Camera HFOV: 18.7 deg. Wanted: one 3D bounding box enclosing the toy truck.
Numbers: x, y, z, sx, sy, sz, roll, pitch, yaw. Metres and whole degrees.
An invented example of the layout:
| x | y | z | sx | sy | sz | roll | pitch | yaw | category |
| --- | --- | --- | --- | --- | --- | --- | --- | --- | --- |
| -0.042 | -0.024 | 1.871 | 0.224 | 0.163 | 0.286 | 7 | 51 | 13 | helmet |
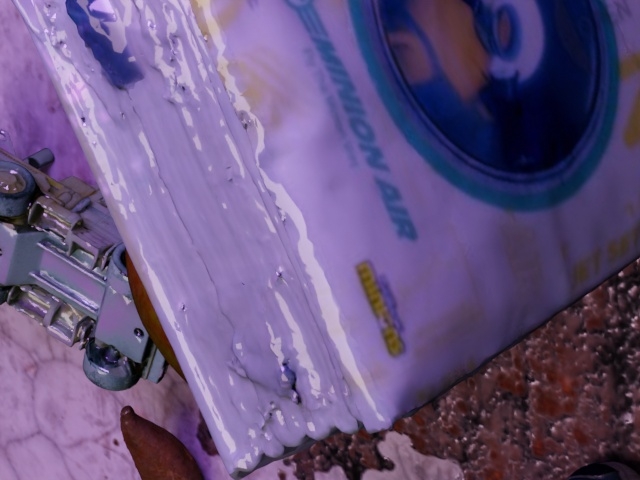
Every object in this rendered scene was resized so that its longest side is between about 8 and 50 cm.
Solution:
| x | y | z | sx | sy | sz | roll | pitch | yaw | category |
| --- | --- | --- | --- | --- | --- | --- | --- | --- | --- |
| -0.201 | -0.008 | 1.497 | 0.259 | 0.135 | 0.128 | 32 | 129 | 16 | toy truck |

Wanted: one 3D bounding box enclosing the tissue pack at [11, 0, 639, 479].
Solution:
| x | y | z | sx | sy | sz | roll | pitch | yaw | category |
| --- | --- | --- | --- | --- | --- | --- | --- | --- | --- |
| 0.056 | -0.084 | 1.046 | 0.162 | 0.388 | 0.287 | -17 | 99 | 45 | tissue pack |

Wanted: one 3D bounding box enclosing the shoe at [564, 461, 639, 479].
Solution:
| x | y | z | sx | sy | sz | roll | pitch | yaw | category |
| --- | --- | --- | --- | --- | --- | --- | --- | --- | --- |
| 0.153 | 0.214 | 1.245 | 0.106 | 0.207 | 0.091 | 18 | 126 | 7 | shoe |

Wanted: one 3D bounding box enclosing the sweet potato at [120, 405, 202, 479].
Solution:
| x | y | z | sx | sy | sz | roll | pitch | yaw | category |
| --- | --- | --- | --- | --- | --- | --- | --- | --- | --- |
| -0.130 | 0.244 | 1.602 | 0.067 | 0.059 | 0.281 | -1 | 118 | -5 | sweet potato |

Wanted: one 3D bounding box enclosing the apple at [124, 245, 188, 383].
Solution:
| x | y | z | sx | sy | sz | roll | pitch | yaw | category |
| --- | --- | --- | --- | --- | --- | --- | --- | --- | --- |
| 0.000 | 0.000 | 1.286 | 0.226 | 0.246 | 0.246 | -31 | 89 | 26 | apple |
